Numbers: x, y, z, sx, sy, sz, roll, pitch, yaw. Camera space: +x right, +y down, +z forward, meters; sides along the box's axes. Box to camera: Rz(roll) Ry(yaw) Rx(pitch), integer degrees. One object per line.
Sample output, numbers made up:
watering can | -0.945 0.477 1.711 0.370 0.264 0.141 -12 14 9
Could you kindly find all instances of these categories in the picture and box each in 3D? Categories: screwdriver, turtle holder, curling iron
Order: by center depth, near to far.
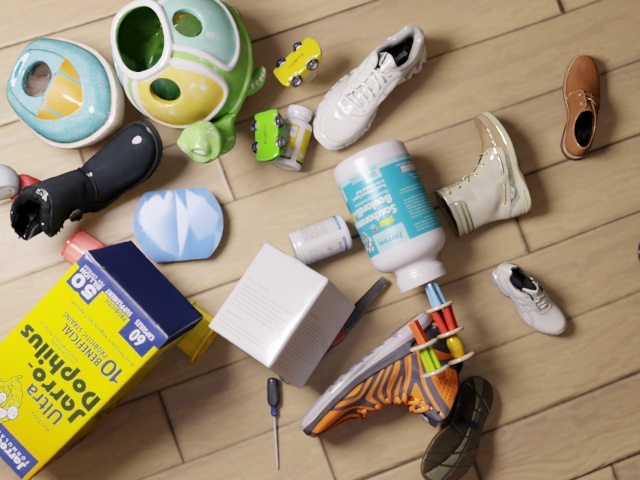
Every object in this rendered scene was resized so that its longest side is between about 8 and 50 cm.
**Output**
turtle holder | -0.255 -0.296 1.537 0.243 0.227 0.320 5 89 24
screwdriver | -0.084 0.338 1.598 0.024 0.025 0.170 -3 82 -4
curling iron | 0.024 0.164 1.620 0.274 0.035 0.068 -41 87 -7

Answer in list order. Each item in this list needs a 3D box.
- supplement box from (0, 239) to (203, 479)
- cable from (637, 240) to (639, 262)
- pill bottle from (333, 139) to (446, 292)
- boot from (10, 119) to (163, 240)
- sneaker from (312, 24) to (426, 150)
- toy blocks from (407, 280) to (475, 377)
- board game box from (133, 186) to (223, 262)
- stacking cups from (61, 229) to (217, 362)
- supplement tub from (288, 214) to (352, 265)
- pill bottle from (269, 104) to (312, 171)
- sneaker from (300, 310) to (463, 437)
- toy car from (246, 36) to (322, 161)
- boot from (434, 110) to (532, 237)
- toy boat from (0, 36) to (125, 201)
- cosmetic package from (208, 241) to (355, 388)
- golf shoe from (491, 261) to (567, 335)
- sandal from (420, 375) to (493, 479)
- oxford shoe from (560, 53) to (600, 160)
supplement box | -0.406 0.196 1.463 0.194 0.195 0.356 45 101 3
cable | 0.665 -0.049 1.691 0.139 0.072 0.287 -16 71 12
pill bottle | 0.137 -0.041 1.597 0.146 0.146 0.264 -24 84 -6
boot | -0.404 -0.099 1.493 0.246 0.207 0.094 -36 90 33
sneaker | 0.093 -0.297 1.643 0.110 0.118 0.292 40 84 0
toy blocks | 0.198 0.154 1.532 0.123 0.054 0.148 -18 82 -38
board game box | -0.265 -0.028 1.631 0.168 0.033 0.133 -5 88 1
stacking cups | -0.332 0.098 1.590 0.316 0.096 0.096 34 82 6
supplement tub | 0.000 0.000 1.622 0.107 0.071 0.071 -20 84 -5
pill bottle | -0.053 -0.195 1.646 0.065 0.065 0.116 17 83 -1
sneaker | 0.128 0.287 1.567 0.321 0.124 0.180 -38 85 -7
toy car | -0.094 -0.247 1.612 0.239 0.053 0.225 -10 72 24
boot | 0.293 -0.126 1.654 0.165 0.077 0.213 -20 87 -4
toy boat | -0.493 -0.209 1.555 0.267 0.148 0.318 25 93 28
cosmetic package | -0.065 0.133 1.536 0.151 0.151 0.184 30 81 31
golf shoe | 0.398 0.112 1.625 0.176 0.086 0.069 43 81 1
sandal | 0.250 0.352 1.604 0.090 0.060 0.219 28 68 -6
oxford shoe | 0.515 -0.266 1.685 0.076 0.076 0.212 5 81 -1
